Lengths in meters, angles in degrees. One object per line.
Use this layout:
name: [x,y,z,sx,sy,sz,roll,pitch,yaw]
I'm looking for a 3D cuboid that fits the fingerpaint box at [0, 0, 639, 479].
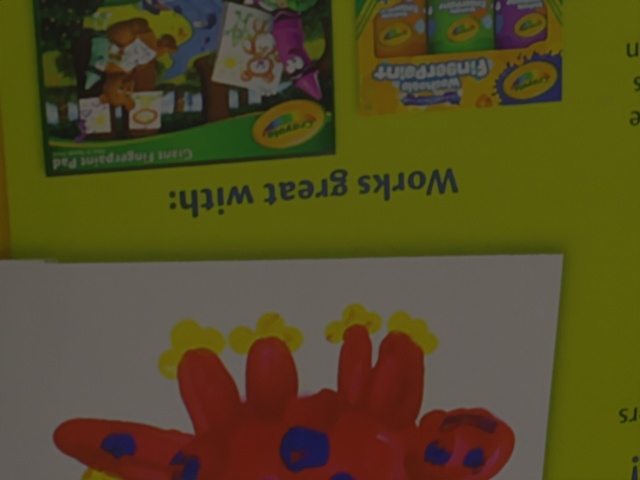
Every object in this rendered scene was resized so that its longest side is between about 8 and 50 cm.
fingerpaint box: [0.085,0.019,0.632,0.445,0.371,0.163,-6,17,-12]
